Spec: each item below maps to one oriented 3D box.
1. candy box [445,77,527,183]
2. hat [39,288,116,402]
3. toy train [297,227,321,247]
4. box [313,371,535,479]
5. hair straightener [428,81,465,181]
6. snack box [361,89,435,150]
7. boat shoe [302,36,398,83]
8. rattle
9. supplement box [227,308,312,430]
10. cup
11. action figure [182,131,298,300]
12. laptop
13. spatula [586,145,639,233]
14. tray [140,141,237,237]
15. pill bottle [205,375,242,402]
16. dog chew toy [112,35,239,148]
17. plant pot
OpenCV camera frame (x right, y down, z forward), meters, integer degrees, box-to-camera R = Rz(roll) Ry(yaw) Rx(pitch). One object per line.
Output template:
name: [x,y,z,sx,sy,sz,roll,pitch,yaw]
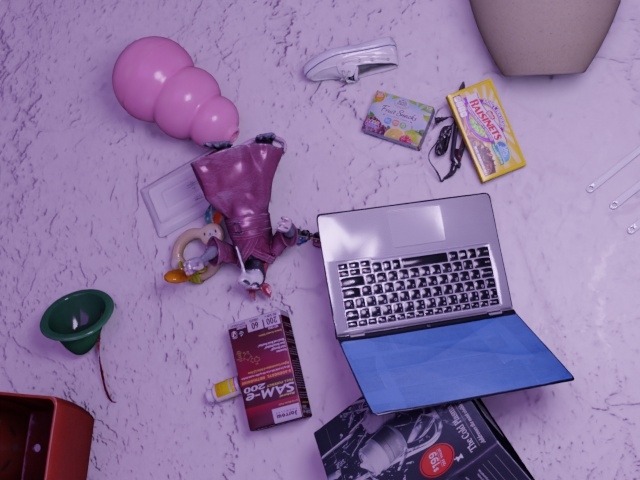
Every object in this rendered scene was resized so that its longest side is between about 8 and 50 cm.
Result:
candy box: [0.358,-0.238,1.690,0.105,0.027,0.206,-22,86,-3]
hat: [-0.565,0.251,1.880,0.172,0.184,0.209,-2,36,9]
toy train: [0.000,0.000,1.773,0.158,0.027,0.036,11,92,17]
box: [0.185,0.416,1.452,0.312,0.343,0.179,-39,114,5]
hair straightener: [0.289,-0.243,1.733,0.089,0.047,0.231,16,89,7]
snack box: [0.177,-0.273,1.774,0.141,0.037,0.100,20,83,19]
boat shoe: [0.071,-0.405,1.807,0.226,0.083,0.076,-17,73,11]
rattle: [-0.285,-0.002,1.791,0.130,0.142,0.200,37,99,31]
supplement box: [-0.113,0.285,1.718,0.130,0.073,0.240,-18,75,11]
cup: [0.464,-0.463,1.616,0.330,0.331,0.237,1,103,16]
action figure: [-0.176,-0.046,1.761,0.247,0.276,0.371,-7,100,4]
laptop: [0.223,0.099,1.507,0.381,0.236,0.408,-8,80,-10]
spatula: [0.689,-0.134,1.609,0.242,0.019,0.168,-40,72,4]
tray: [-0.304,-0.129,1.884,0.270,0.030,0.145,-28,73,9]
pill bottle: [-0.214,0.336,1.751,0.083,0.043,0.043,-22,73,10]
dog chew toy: [-0.331,-0.338,1.854,0.331,0.206,0.207,36,90,12]
plant pot: [-0.656,0.475,1.745,0.267,0.236,0.267,2,79,15]
